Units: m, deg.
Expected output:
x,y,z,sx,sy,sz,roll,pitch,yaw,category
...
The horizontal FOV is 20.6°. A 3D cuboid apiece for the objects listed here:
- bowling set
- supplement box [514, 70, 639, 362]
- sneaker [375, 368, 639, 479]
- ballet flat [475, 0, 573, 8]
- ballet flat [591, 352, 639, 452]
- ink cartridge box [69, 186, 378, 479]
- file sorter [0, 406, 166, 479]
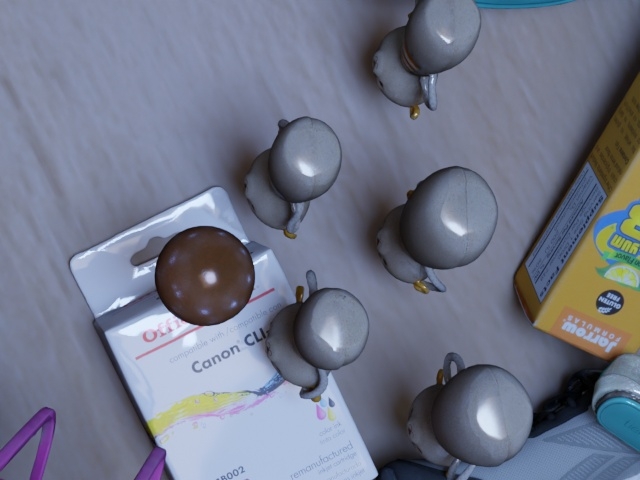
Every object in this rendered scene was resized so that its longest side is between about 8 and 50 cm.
x,y,z,sx,sy,sz,roll,pitch,yaw,category
0.000,0.000,0.998,0.199,0.154,0.287,-2,82,-11,bowling set
0.211,-0.039,1.087,0.078,0.080,0.233,23,113,-14,supplement box
0.161,0.132,1.126,0.271,0.100,0.108,-6,87,-19,sneaker
0.183,-0.221,1.084,0.400,0.139,0.139,-3,96,-16,ballet flat
0.238,0.129,1.075,0.168,0.057,0.052,42,42,-10,ballet flat
-0.061,0.078,1.074,0.115,0.067,0.198,-27,100,-10,ink cartridge box
-0.244,0.167,0.897,0.290,0.182,0.202,17,101,2,file sorter
